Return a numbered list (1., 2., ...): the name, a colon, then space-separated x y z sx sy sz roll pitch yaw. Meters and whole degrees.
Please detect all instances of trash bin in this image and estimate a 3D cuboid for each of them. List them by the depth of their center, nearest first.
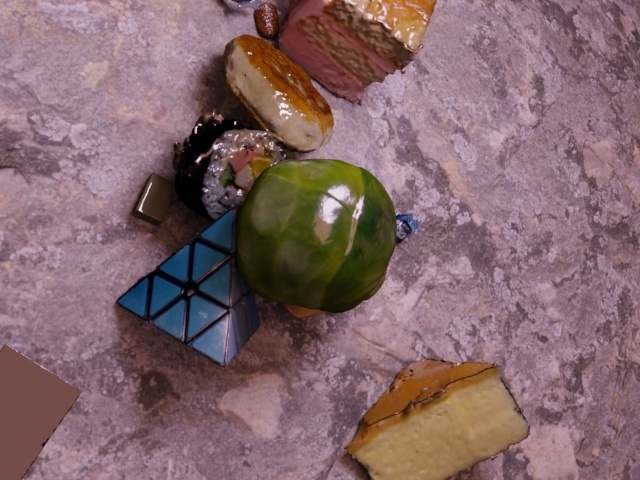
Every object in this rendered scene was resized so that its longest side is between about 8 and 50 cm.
1. trash bin: -0.344 -0.086 1.389 0.060 0.043 0.092 25 68 -22

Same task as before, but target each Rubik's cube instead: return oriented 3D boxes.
1. Rubik's cube: -0.219 0.112 1.311 0.228 0.228 0.233 -39 91 -36

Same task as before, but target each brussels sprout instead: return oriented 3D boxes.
1. brussels sprout: 0.005 -0.003 1.281 0.355 0.281 0.290 54 42 -51

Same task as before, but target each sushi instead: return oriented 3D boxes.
1. sushi: -0.206 -0.147 1.376 0.239 0.218 0.225 -51 131 3

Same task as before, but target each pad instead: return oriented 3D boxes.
1. pad: -0.572 0.333 1.198 0.170 0.006 0.246 38 65 -18

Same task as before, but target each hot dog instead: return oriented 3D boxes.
1. hot dog: -0.124 -0.525 1.603 0.058 0.035 0.084 -7 89 -29

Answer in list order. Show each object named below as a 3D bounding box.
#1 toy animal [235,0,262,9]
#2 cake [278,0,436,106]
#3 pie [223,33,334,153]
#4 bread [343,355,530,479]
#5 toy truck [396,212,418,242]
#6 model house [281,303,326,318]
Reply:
1. toy animal: -0.228 -0.603 1.532 0.205 0.081 0.367 41 61 5
2. cake: 0.091 -0.552 1.574 0.293 0.306 0.314 32 66 -17
3. pie: -0.082 -0.331 1.492 0.315 0.092 0.315 36 30 -25
4. bread: 0.273 0.425 1.500 0.315 0.279 0.249 -44 109 -40
5. toy truck: 0.212 -0.037 1.655 0.056 0.090 0.073 49 62 -11
6. model house: -0.009 0.065 1.487 0.219 0.136 0.208 -3 83 -29
